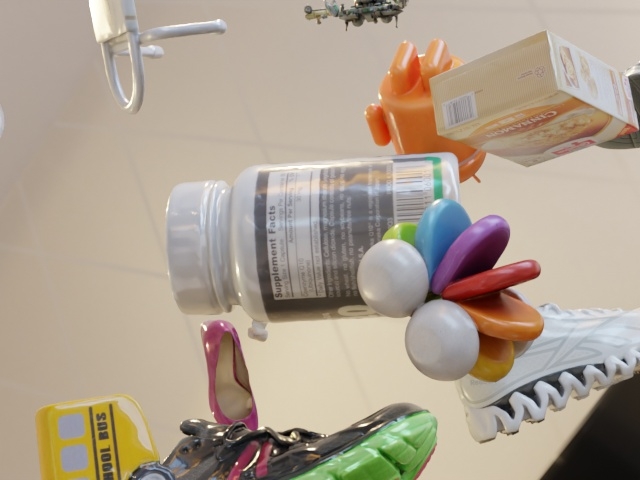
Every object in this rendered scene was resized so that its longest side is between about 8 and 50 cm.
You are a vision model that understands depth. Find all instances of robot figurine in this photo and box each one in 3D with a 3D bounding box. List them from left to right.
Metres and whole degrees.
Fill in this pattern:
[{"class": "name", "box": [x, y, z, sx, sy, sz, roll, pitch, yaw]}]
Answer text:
[{"class": "robot figurine", "box": [0.150, -0.161, 1.419, 0.158, 0.128, 0.219, -26, -50, -5]}]

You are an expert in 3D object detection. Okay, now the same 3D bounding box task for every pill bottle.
[{"class": "pill bottle", "box": [0.000, 0.000, 1.345, 0.204, 0.360, 0.204, -3, -90, -82]}]

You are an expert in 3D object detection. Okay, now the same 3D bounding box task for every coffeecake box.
[{"class": "coffeecake box", "box": [0.228, -0.144, 1.127, 0.142, 0.068, 0.185, -19, -19, 37]}]

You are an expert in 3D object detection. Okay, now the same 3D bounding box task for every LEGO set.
[{"class": "LEGO set", "box": [0.024, -0.132, 0.621, 0.054, 0.083, 0.024, -8, -84, -13]}]

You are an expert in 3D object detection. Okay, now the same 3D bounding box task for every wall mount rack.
[{"class": "wall mount rack", "box": [-0.218, -0.327, 1.247, 0.130, 0.304, 0.350, -13, -81, -25]}]

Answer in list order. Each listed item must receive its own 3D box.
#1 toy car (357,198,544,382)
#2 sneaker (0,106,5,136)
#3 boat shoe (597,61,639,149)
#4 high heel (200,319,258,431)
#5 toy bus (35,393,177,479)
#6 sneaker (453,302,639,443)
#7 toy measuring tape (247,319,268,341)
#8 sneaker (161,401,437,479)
[{"class": "toy car", "box": [0.138, 0.038, 1.009, 0.159, 0.182, 0.136, -11, -34, -48]}, {"class": "sneaker", "box": [-0.435, -0.141, 0.956, 0.210, 0.137, 0.366, 69, -156, -13]}, {"class": "boat shoe", "box": [0.539, -0.235, 1.586, 0.320, 0.118, 0.103, -28, 10, 28]}, {"class": "high heel", "box": [-0.147, 0.252, 1.826, 0.082, 0.117, 0.244, -13, -84, -19]}, {"class": "toy bus", "box": [-0.196, 0.325, 1.043, 0.130, 0.333, 0.108, -7, -26, -13]}, {"class": "sneaker", "box": [0.278, 0.113, 1.152, 0.292, 0.118, 0.110, -23, -14, -6]}, {"class": "toy measuring tape", "box": [-0.007, 0.054, 1.851, 0.330, 0.121, 0.121, -59, -30, 5]}, {"class": "sneaker", "box": [-0.077, 0.286, 1.319, 0.482, 0.202, 0.185, -17, -39, -14]}]
